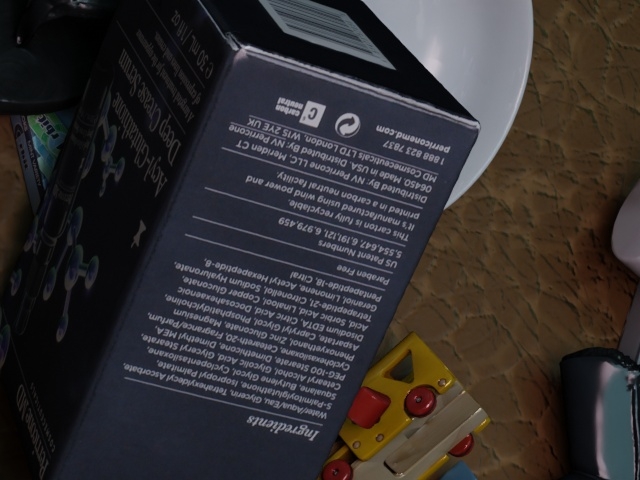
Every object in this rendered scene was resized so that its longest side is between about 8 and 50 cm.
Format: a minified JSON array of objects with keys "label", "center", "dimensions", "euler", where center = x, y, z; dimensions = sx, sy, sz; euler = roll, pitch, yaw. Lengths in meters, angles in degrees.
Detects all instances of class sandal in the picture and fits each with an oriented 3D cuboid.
[{"label":"sandal","center":[-0.168,-0.265,1.756],"dimensions":[0.167,0.107,0.446],"euler":[46,55,8]}]

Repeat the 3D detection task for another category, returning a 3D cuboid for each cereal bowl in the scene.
[{"label":"cereal bowl","center":[0.031,-0.180,1.816],"dimensions":[0.339,0.141,0.339],"euler":[-12,111,-34]}]

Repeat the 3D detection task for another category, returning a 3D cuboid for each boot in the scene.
[{"label":"boot","center":[0.241,0.210,1.874],"dimensions":[0.246,0.094,0.207],"euler":[-1,78,-12]}]

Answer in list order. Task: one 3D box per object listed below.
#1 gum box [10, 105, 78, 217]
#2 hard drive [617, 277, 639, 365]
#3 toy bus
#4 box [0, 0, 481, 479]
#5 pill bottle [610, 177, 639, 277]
[{"label":"gum box","center":[-0.184,-0.098,1.767],"dimensions":[0.184,0.041,0.157],"euler":[-10,82,-31]},{"label":"hard drive","center":[0.473,0.152,2.063],"dimensions":[0.353,0.047,0.233],"euler":[29,66,-19]},{"label":"toy bus","center":[0.051,0.179,1.789],"dimensions":[0.202,0.191,0.104],"euler":[-7,38,-31]},{"label":"box","center":[-0.086,-0.001,1.551],"dimensions":[0.212,0.293,0.395],"euler":[15,109,-24]},{"label":"pill bottle","center":[0.476,0.058,1.939],"dimensions":[0.363,0.210,0.210],"euler":[37,63,-16]}]
